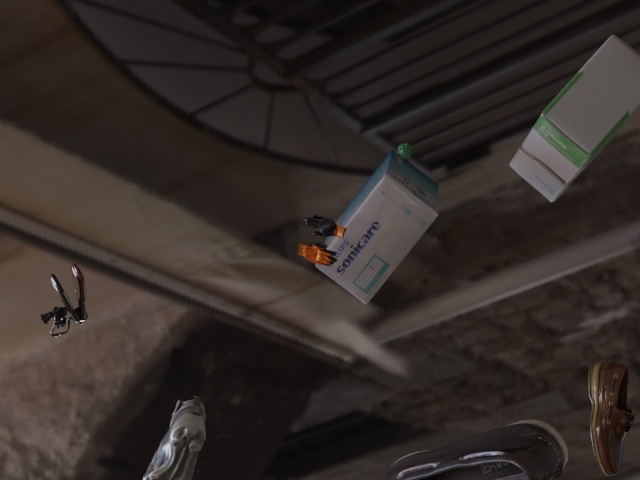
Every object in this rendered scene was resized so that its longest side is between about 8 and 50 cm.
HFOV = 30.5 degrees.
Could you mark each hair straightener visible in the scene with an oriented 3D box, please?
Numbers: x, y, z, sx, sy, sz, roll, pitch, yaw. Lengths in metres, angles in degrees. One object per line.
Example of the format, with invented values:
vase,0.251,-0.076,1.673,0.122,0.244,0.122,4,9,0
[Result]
hair straightener,-0.455,0.113,2.056,0.047,0.089,0.230,59,160,15

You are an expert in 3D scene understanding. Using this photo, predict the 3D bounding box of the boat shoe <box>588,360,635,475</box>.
boat shoe,0.455,0.276,1.823,0.064,0.060,0.178,7,-100,-58

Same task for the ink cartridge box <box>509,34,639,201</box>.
ink cartridge box,0.477,-0.214,2.152,0.121,0.211,0.289,41,167,7

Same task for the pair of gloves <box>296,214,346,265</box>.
pair of gloves,0.000,0.000,2.000,0.010,0.074,0.083,-34,-38,-70

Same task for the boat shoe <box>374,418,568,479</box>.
boat shoe,0.152,0.315,1.454,0.112,0.335,0.095,57,-145,2

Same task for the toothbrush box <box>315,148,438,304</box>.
toothbrush box,0.112,-0.033,2.218,0.126,0.216,0.295,37,-167,-3

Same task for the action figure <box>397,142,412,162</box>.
action figure,0.182,-0.113,2.693,0.137,0.063,0.232,-110,23,-62

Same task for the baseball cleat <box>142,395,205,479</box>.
baseball cleat,-0.223,0.329,1.858,0.072,0.206,0.109,24,-144,-14
